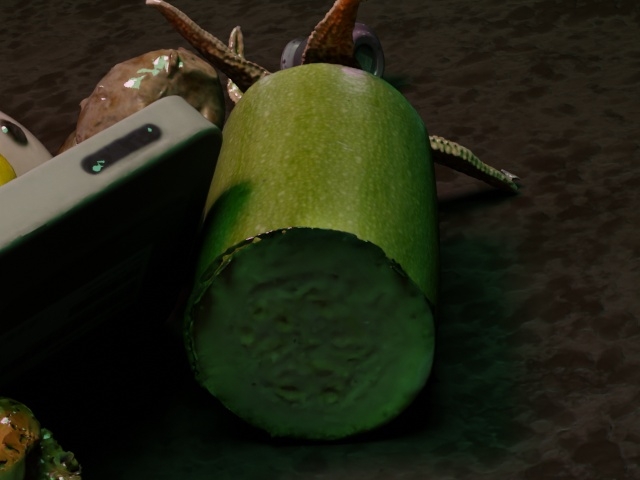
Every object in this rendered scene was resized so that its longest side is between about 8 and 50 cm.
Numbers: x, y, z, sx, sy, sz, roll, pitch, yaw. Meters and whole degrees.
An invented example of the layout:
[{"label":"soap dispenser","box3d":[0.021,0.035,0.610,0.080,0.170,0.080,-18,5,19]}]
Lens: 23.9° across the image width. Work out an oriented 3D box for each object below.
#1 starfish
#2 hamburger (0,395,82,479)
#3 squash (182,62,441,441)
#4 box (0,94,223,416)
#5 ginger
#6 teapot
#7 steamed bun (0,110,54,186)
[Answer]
[{"label":"starfish","box3d":[0.007,-0.188,1.851,0.398,0.384,0.132,19,67,34]},{"label":"hamburger","box3d":[-0.330,0.257,1.349,0.260,0.211,0.245,-11,25,6]},{"label":"squash","box3d":[0.000,0.000,1.619,0.263,0.263,0.384,-6,31,6]},{"label":"box","box3d":[-0.269,0.058,1.519,0.090,0.373,0.367,43,54,18]},{"label":"ginger","box3d":[-0.239,-0.093,1.853,0.375,0.176,0.256,-22,45,63]},{"label":"teapot","box3d":[0.010,-0.240,2.186,0.146,0.148,0.116,5,-4,43]},{"label":"steamed bun","box3d":[-0.453,-0.015,1.650,0.374,0.334,0.334,10,18,-35]}]
